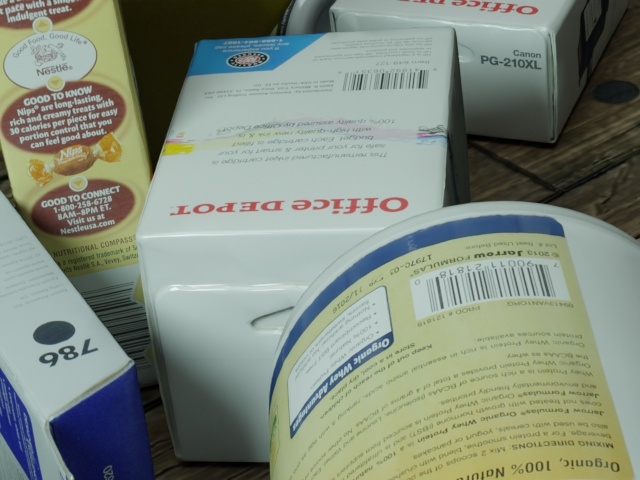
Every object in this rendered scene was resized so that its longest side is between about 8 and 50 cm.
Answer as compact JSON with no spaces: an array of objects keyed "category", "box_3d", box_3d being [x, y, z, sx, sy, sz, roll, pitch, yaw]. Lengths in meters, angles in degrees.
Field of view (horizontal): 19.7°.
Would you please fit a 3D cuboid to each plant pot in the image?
[{"category":"plant pot","box_3d":[-0.179,-0.156,1.321,0.212,0.187,0.212,16,11,-38]}]

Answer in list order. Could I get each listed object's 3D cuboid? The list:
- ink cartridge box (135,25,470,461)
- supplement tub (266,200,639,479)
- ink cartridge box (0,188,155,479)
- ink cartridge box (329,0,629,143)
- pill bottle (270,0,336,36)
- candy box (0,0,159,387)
[{"category":"ink cartridge box","box_3d":[0.000,0.000,1.116,0.171,0.168,0.232,-1,34,9]},{"category":"supplement tub","box_3d":[0.092,0.151,0.819,0.228,0.228,0.316,-6,33,1]},{"category":"ink cartridge box","box_3d":[-0.154,0.091,1.010,0.065,0.165,0.332,-18,36,-19]},{"category":"ink cartridge box","box_3d":[0.129,-0.180,1.428,0.172,0.100,0.237,8,35,20]},{"category":"pill bottle","box_3d":[-0.064,-0.177,1.454,0.184,0.103,0.103,17,40,31]},{"category":"candy box","box_3d":[-0.155,-0.081,1.132,0.087,0.316,0.183,-11,34,-6]}]
